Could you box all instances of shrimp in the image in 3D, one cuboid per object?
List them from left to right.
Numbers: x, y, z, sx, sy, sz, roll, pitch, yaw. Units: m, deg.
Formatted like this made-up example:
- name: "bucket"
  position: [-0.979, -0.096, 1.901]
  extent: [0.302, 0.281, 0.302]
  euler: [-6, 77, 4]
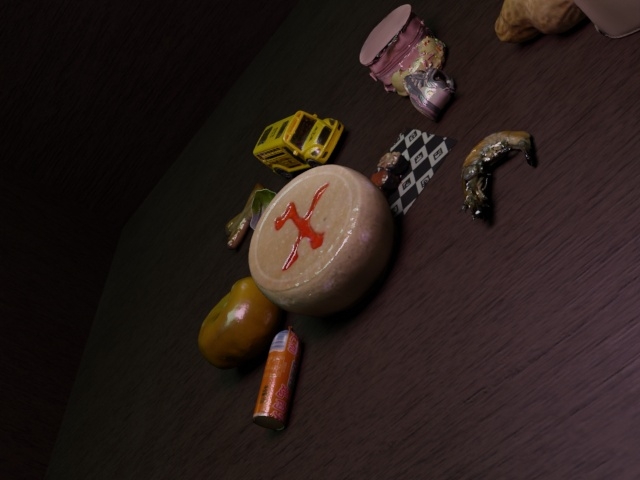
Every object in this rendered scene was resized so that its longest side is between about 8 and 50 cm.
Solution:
- name: "shrimp"
  position: [0.315, -0.127, 1.241]
  extent: [0.150, 0.051, 0.217]
  euler: [-27, 34, 38]

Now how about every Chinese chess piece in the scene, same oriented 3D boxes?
- name: "Chinese chess piece"
  position: [0.000, 0.000, 1.478]
  extent: [0.338, 0.141, 0.337]
  euler: [-25, 47, 29]

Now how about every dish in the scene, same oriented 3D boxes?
- name: "dish"
  position: [-0.169, -0.089, 2.120]
  extent: [0.039, 0.091, 0.137]
  euler: [1, -72, -69]

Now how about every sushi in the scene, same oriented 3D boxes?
- name: "sushi"
  position: [0.151, -0.141, 1.567]
  extent: [0.290, 0.050, 0.264]
  euler: [-55, 24, 4]

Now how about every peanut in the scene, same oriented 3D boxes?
- name: "peanut"
  position: [0.434, -0.461, 1.329]
  extent: [0.253, 0.122, 0.137]
  euler: [4, 73, 66]

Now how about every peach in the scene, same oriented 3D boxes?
- name: "peach"
  position: [-0.196, 0.200, 1.708]
  extent: [0.251, 0.153, 0.251]
  euler: [-44, 12, 12]

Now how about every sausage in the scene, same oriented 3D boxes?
- name: "sausage"
  position: [-0.086, 0.284, 1.476]
  extent: [0.071, 0.071, 0.234]
  euler: [-33, 34, 43]

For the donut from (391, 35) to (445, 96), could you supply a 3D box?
- name: "donut"
  position: [0.244, -0.428, 1.720]
  extent: [0.166, 0.065, 0.108]
  euler: [-46, 27, 25]

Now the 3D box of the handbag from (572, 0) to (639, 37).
- name: "handbag"
  position: [0.439, -0.500, 1.071]
  extent: [0.237, 0.359, 0.160]
  euler: [-29, 38, 48]

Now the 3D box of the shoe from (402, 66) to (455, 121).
- name: "shoe"
  position: [0.254, -0.357, 1.586]
  extent: [0.092, 0.089, 0.180]
  euler: [-45, 29, 29]

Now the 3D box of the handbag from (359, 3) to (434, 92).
- name: "handbag"
  position: [0.206, -0.512, 1.835]
  extent: [0.205, 0.116, 0.179]
  euler: [-43, 28, 28]

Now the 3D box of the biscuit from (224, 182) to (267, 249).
- name: "biscuit"
  position: [-0.239, -0.076, 2.241]
  extent: [0.208, 0.047, 0.164]
  euler: [-50, 28, 15]

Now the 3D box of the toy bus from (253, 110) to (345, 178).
- name: "toy bus"
  position: [-0.068, -0.292, 2.048]
  extent: [0.330, 0.152, 0.144]
  euler: [-4, 56, 62]
